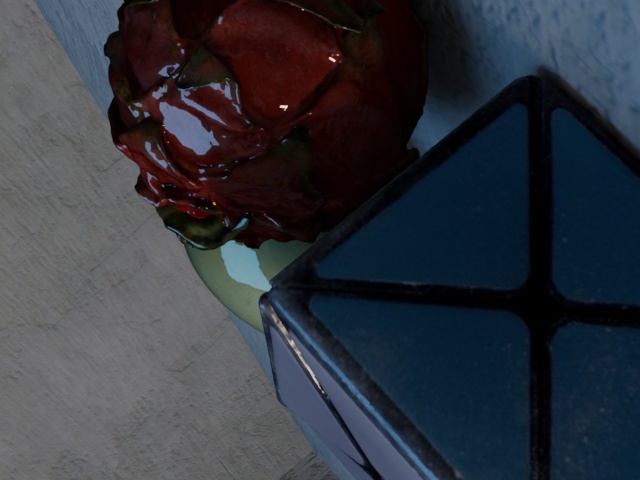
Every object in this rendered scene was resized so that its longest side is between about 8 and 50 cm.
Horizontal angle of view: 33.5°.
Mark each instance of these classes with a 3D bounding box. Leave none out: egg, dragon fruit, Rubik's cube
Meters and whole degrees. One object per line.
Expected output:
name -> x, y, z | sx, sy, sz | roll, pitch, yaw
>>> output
egg -> 0.000, 0.000, 1.041 | 0.295, 0.218, 0.218 | 40, 168, -5
dragon fruit -> -0.036, -0.127, 0.788 | 0.244, 0.244, 0.299 | 40, 138, 39
Rubik's cube -> 0.131, 0.088, 0.743 | 0.259, 0.260, 0.255 | 44, 166, 18
